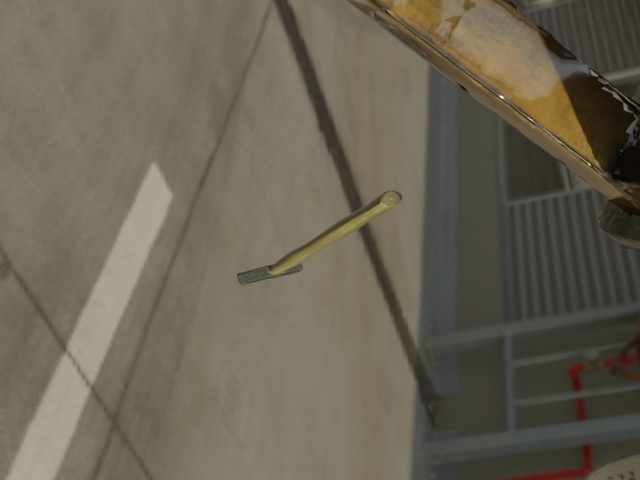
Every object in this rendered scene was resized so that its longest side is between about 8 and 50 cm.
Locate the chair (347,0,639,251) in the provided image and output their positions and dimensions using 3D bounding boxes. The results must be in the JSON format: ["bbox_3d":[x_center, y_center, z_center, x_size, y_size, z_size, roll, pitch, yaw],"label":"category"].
[{"bbox_3d":[0.180,-0.072,0.258,0.416,0.203,0.241,34,-3,-19],"label":"chair"}]

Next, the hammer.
[{"bbox_3d":[0.000,0.000,0.817,0.062,0.199,0.013,-13,79,-33],"label":"hammer"}]

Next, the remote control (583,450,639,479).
[{"bbox_3d":[0.248,0.135,0.577,0.022,0.245,0.077,21,52,-41],"label":"remote control"}]
